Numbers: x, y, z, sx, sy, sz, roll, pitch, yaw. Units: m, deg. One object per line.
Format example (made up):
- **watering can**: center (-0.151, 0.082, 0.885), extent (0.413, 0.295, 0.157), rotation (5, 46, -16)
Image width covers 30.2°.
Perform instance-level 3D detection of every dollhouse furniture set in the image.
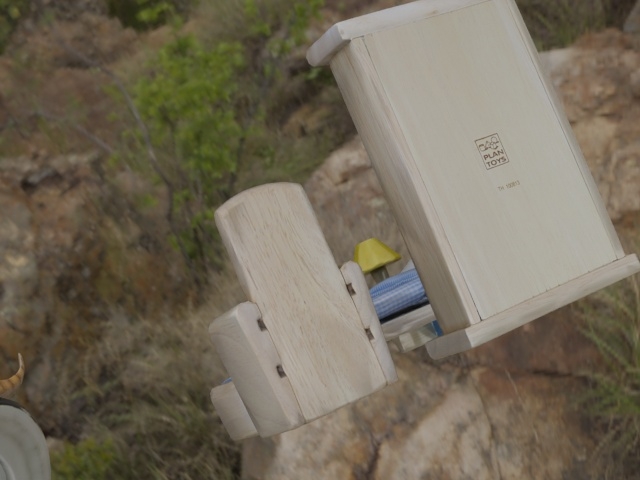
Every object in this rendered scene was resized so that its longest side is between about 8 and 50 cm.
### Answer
- **dollhouse furniture set**: center (0.000, 0.000, 0.797), extent (0.286, 0.303, 0.198), rotation (-20, 85, -29)

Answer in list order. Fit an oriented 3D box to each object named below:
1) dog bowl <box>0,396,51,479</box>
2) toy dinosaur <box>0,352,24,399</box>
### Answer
- **dog bowl**: center (-0.366, 0.262, 0.805), extent (0.150, 0.408, 0.408), rotation (24, 68, 16)
- **toy dinosaur**: center (-0.342, 0.159, 1.190), extent (0.064, 0.211, 0.112), rotation (-25, 75, 25)
